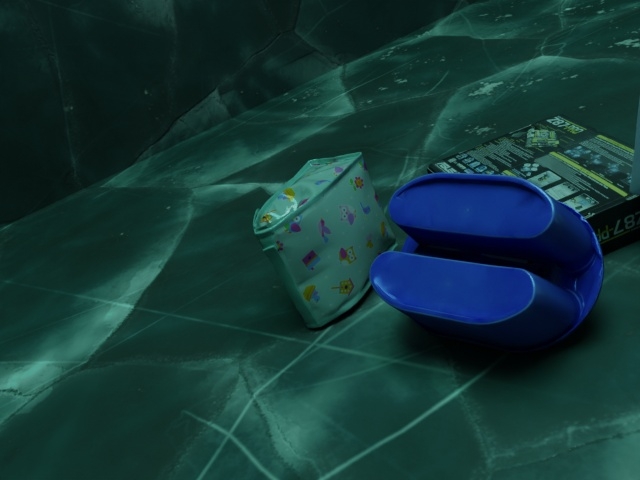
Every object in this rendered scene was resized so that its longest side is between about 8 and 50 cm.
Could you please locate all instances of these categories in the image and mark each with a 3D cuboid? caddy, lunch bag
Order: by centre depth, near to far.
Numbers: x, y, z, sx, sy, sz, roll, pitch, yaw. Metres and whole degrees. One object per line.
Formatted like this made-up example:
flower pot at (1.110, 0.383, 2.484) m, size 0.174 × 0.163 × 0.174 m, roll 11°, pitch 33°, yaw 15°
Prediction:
caddy at (0.244, 0.032, 1.059) m, size 0.341 × 0.179 × 0.241 m, roll 9°, pitch 76°, yaw 42°
lunch bag at (0.000, 0.000, 1.264) m, size 0.160 × 0.223 × 0.262 m, roll -3°, pitch 33°, yaw 40°

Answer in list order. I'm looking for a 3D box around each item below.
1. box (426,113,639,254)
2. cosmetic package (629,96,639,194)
box at (0.422, -0.099, 1.304) m, size 0.318 × 0.097 × 0.395 m, roll -24°, pitch 29°, yaw -5°
cosmetic package at (0.673, -0.249, 1.114) m, size 0.161 × 0.230 × 0.453 m, roll 21°, pitch 43°, yaw 38°
